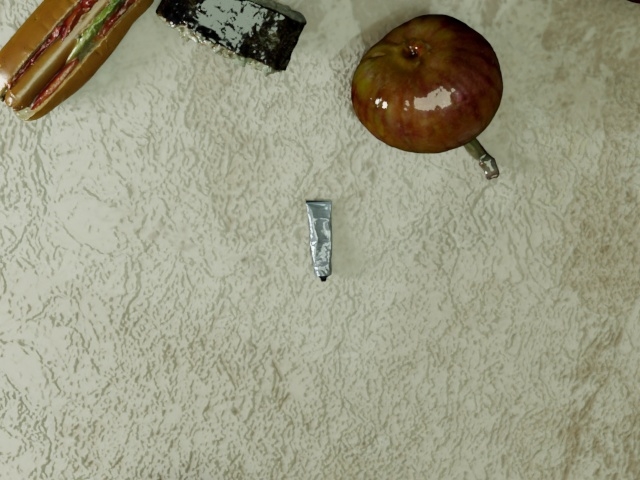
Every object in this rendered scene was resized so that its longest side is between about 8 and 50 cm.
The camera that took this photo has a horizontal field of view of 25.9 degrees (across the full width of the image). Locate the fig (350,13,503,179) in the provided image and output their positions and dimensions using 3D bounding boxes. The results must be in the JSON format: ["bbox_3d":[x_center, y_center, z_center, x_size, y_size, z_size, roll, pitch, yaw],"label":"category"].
[{"bbox_3d":[0.127,-0.163,1.482,0.148,0.202,0.149,39,111,24],"label":"fig"}]

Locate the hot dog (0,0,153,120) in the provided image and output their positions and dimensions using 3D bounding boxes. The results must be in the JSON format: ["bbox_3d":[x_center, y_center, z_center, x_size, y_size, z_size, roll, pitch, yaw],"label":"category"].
[{"bbox_3d":[-0.253,-0.227,1.456,0.092,0.062,0.236,39,95,-9],"label":"hot dog"}]

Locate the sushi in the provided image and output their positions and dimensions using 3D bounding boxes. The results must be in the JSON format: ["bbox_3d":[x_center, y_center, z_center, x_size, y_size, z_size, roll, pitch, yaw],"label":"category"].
[{"bbox_3d":[-0.094,-0.230,1.459,0.150,0.090,0.078,23,103,-13],"label":"sushi"}]

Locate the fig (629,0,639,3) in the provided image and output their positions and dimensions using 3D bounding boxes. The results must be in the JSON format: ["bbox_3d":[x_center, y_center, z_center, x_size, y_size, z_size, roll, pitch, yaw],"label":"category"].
[{"bbox_3d":[0.344,-0.313,1.445,0.249,0.186,0.203,-42,122,12],"label":"fig"}]

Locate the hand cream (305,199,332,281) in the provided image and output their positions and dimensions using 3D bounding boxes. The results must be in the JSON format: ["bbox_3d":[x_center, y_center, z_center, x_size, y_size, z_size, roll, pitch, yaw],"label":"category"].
[{"bbox_3d":[0.000,0.000,1.561,0.030,0.019,0.093,-3,96,-4],"label":"hand cream"}]
